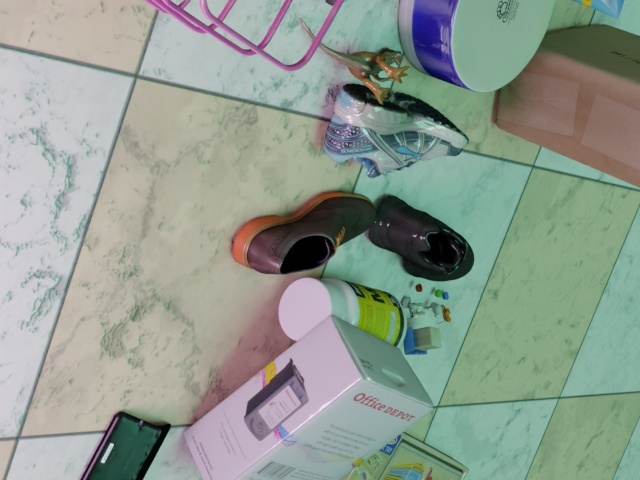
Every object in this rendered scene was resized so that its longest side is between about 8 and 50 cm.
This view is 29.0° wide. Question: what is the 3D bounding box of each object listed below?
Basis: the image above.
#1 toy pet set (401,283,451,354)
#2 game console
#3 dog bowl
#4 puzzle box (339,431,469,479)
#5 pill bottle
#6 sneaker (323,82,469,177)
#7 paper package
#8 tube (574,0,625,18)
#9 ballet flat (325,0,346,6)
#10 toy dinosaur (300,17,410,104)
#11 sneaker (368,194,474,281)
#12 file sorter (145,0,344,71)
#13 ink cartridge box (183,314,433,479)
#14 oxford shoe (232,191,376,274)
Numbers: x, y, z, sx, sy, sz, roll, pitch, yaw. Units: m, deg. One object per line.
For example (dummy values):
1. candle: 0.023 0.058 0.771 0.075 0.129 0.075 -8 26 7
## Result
1. toy pet set: 0.177 0.143 2.191 0.122 0.065 0.114 20 62 -56
2. game console: -0.278 0.307 1.775 0.107 0.071 0.122 28 90 -24
3. dog bowl: 0.244 -0.364 1.886 0.265 0.104 0.264 -28 132 -37
4. puzzle box: 0.120 0.493 2.335 0.272 0.052 0.409 -60 143 -4
5. pill bottle: 0.035 0.122 1.937 0.208 0.119 0.119 17 99 -54
6. sneaker: 0.108 -0.156 1.881 0.283 0.110 0.122 9 118 -45
7. paper package: 0.520 -0.239 2.114 0.310 0.325 0.168 -19 127 -44
8. tube: 0.397 -0.412 1.950 0.052 0.207 0.080 1 110 -51
9. ballet flat: 0.073 -0.398 1.700 0.203 0.074 0.074 -37 138 -20
10. toy dinosaur: 0.057 -0.249 1.758 0.211 0.112 0.064 0 123 -56
11. sneaker: 0.194 0.020 2.053 0.286 0.130 0.109 23 92 -55
12. file sorter: -0.124 -0.326 1.322 0.202 0.291 0.182 28 93 -54
13. ink cartridge box: -0.017 0.272 1.870 0.306 0.131 0.226 -40 145 14
14. oxford shoe: 0.000 0.000 1.834 0.271 0.098 0.096 -22 129 -41
